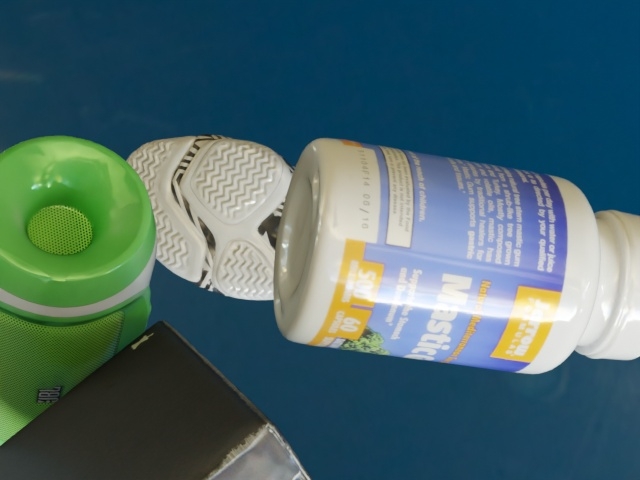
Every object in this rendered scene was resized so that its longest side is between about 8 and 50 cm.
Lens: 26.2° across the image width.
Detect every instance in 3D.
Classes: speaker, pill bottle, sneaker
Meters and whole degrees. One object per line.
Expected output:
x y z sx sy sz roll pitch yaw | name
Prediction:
-0.191 0.056 0.962 0.131 0.296 0.131 7 -123 -11 | speaker
0.112 0.018 1.017 0.272 0.152 0.152 9 -135 -13 | pill bottle
0.000 0.000 1.290 0.366 0.210 0.137 16 -89 10 | sneaker

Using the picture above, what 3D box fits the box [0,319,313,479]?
-0.052 0.232 0.812 0.183 0.294 0.296 -37 -165 -10 | box
